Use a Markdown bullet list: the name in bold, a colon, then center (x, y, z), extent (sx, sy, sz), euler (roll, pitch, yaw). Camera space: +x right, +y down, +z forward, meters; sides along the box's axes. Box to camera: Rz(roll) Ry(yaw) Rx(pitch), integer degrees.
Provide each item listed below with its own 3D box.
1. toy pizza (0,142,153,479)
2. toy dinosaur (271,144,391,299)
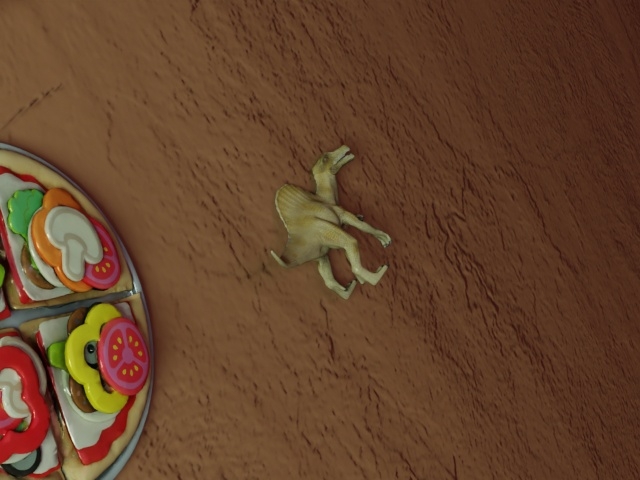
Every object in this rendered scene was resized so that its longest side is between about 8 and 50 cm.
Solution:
- **toy pizza**: center (-0.152, 0.040, 0.611), extent (0.201, 0.032, 0.201), euler (31, 49, -44)
- **toy dinosaur**: center (0.000, 0.000, 0.854), extent (0.092, 0.053, 0.183), euler (43, 31, -12)
